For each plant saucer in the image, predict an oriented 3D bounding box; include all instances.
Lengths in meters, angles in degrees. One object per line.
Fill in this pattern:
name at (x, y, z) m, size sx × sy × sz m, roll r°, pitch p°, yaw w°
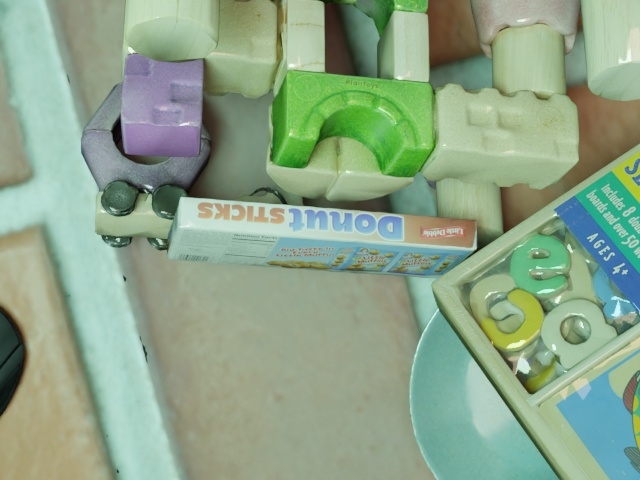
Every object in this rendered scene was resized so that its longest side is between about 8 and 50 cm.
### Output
plant saucer at (0.154, 0.098, 0.806) m, size 0.195 × 0.037 × 0.195 m, roll 0°, pitch 96°, yaw 0°

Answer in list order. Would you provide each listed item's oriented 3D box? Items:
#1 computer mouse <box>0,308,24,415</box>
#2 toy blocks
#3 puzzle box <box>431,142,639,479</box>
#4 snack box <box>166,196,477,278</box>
computer mouse at (-0.270, 0.173, 0.811) m, size 0.184 × 0.060 × 0.262 m, roll 42°, pitch 95°, yaw -2°
toy blocks at (0.013, -0.160, 0.712) m, size 0.288 × 0.309 × 0.260 m, roll 3°, pitch 69°, yaw -11°
puzzle box at (0.283, 0.111, 0.663) m, size 0.272 × 0.052 × 0.409 m, roll -34°, pitch 66°, yaw -3°
snack box at (0.000, 0.000, 0.736) m, size 0.178 × 0.064 × 0.022 m, roll 4°, pitch 70°, yaw -12°
